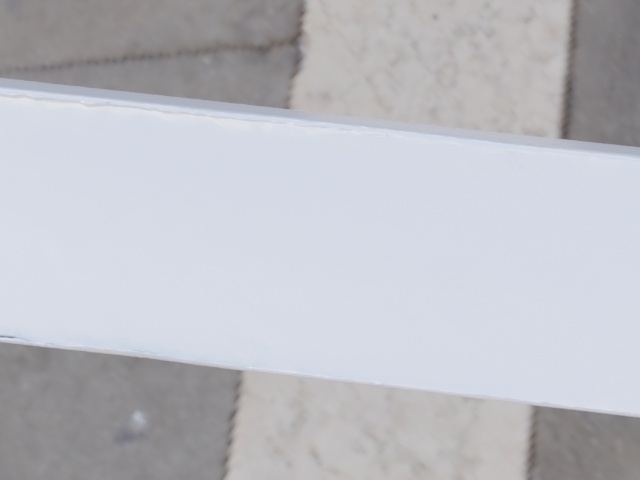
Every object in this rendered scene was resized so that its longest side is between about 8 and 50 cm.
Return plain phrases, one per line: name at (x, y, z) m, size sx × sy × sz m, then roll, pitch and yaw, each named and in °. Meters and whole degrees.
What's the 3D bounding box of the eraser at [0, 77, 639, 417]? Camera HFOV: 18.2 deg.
eraser at (0.000, 0.000, 0.602) m, size 0.298 × 0.078 × 0.076 m, roll 6°, pitch 95°, yaw 5°
